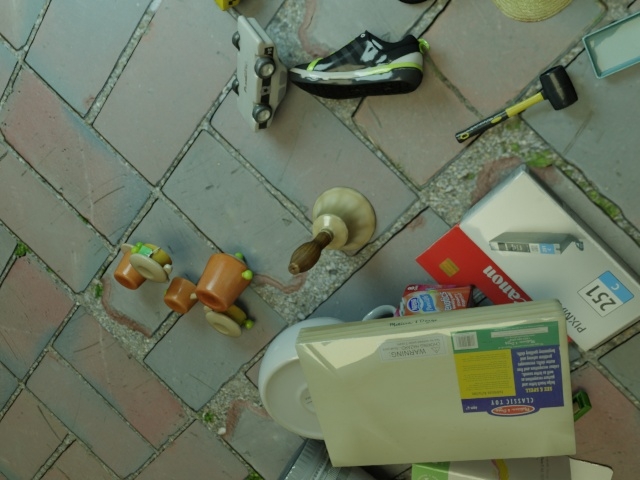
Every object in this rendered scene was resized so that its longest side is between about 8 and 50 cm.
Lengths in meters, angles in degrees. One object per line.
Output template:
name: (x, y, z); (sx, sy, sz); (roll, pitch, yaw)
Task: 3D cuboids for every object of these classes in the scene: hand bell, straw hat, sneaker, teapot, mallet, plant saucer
hand bell: (0.000, 0.000, 0.977); (0.126, 0.242, 0.126); (8, 113, 20)
straw hat: (0.305, -0.382, 0.809); (0.145, 0.061, 0.144); (8, 113, 18)
sneaker: (0.063, -0.292, 0.948); (0.235, 0.084, 0.097); (4, 85, 20)
teapot: (0.011, 0.234, 1.098); (0.256, 0.187, 0.252); (8, 121, 3)
mallet: (0.304, -0.194, 0.902); (0.190, 0.039, 0.062); (-33, 98, 34)
plant saucer: (0.473, -0.296, 0.800); (0.192, 0.018, 0.067); (-21, 101, 28)

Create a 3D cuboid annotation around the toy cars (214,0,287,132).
toy cars: (-0.116, -0.381, 0.956); (0.176, 0.087, 0.393); (18, 124, 62)

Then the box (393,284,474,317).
box: (0.212, 0.217, 1.027); (0.123, 0.128, 0.256); (0, 117, 23)

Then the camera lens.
camera lens: (0.031, 0.574, 1.201); (0.274, 0.219, 0.219); (35, 119, 6)

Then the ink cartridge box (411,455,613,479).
ink cartridge box: (0.357, 0.507, 1.102); (0.354, 0.119, 0.207); (5, 111, 19)

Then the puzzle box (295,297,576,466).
puzzle box: (0.188, 0.242, 0.932); (0.409, 0.052, 0.272); (-8, 114, 14)

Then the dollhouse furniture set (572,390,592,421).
dollhouse furniture set: (0.391, 0.267, 1.009); (0.152, 0.076, 0.058); (23, 127, -14)

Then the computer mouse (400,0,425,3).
computer mouse: (0.138, -0.487, 0.829); (0.189, 0.072, 0.272); (10, 113, 17)

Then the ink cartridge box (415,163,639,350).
ink cartridge box: (0.344, 0.066, 0.967); (0.296, 0.066, 0.261); (45, 119, 0)

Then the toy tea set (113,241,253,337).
toy tea set: (-0.280, 0.066, 1.212); (0.336, 0.124, 0.200); (23, 146, 8)
